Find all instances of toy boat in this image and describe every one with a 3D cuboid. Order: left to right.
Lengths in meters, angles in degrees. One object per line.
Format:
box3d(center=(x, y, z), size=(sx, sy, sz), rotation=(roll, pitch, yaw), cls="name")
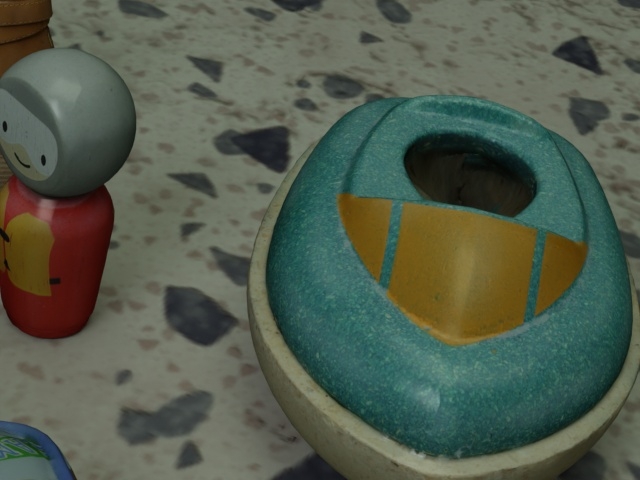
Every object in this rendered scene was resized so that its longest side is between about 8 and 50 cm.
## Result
box3d(center=(0.000, 0.000, 0.744), size=(0.318, 0.148, 0.267), rotation=(9, 37, -4), cls="toy boat")

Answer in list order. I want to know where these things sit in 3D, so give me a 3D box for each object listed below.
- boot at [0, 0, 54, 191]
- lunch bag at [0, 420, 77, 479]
box3d(center=(-0.234, -0.099, 0.807), size=(0.197, 0.152, 0.073), rotation=(0, 38, -16), cls="boot")
box3d(center=(-0.202, 0.157, 0.477), size=(0.303, 0.115, 0.243), rotation=(-7, 27, -22), cls="lunch bag")
